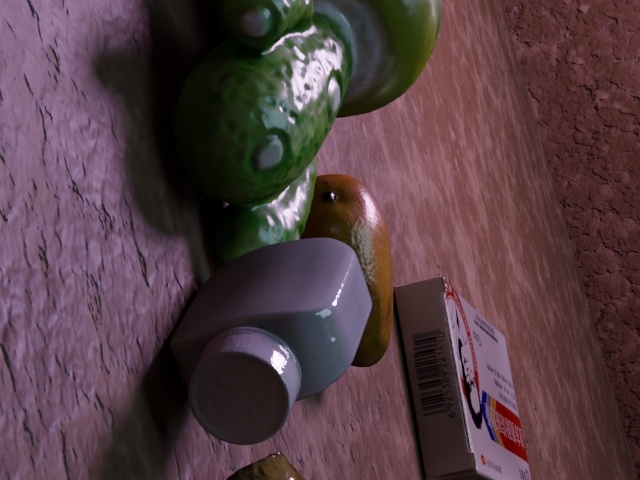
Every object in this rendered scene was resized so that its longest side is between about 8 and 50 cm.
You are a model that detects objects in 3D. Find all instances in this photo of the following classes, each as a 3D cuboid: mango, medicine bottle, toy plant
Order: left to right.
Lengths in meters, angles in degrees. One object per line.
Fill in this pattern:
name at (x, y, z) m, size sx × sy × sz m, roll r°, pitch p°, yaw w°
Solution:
medicine bottle at (-0.035, 0.063, 1.117) m, size 0.183 × 0.119 × 0.069 m, roll -64°, pitch 139°, yaw -68°
toy plant at (-0.020, -0.132, 1.292) m, size 0.316 × 0.184 × 0.224 m, roll -68°, pitch 162°, yaw -50°
mango at (0.017, 0.026, 1.439) m, size 0.115 × 0.089 × 0.165 m, roll 33°, pitch 49°, yaw -80°

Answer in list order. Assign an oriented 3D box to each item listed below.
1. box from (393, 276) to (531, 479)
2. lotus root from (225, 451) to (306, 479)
box at (0.170, 0.184, 1.939) m, size 0.353 × 0.069 × 0.214 m, roll 35°, pitch 43°, yaw -67°
lotus root at (-0.014, 0.258, 1.081) m, size 0.110 × 0.097 × 0.258 m, roll 39°, pitch 36°, yaw -64°
